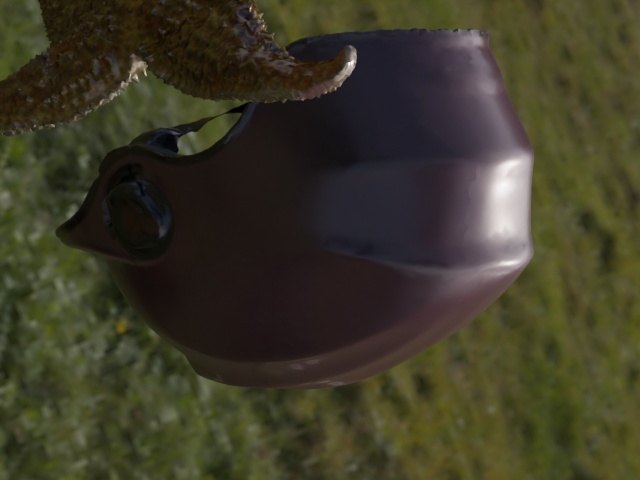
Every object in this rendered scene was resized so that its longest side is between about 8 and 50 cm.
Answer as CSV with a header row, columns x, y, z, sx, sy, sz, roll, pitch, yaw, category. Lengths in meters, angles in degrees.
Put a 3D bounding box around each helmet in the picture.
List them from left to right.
x,y,z,sx,sy,sz,roll,pitch,yaw,category
0.000,0.000,1.192,0.271,0.338,0.197,-8,69,-60,helmet

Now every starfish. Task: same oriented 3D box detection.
x,y,z,sx,sy,sz,roll,pitch,yaw,category
-0.052,-0.103,0.736,0.240,0.227,0.043,34,-18,52,starfish
